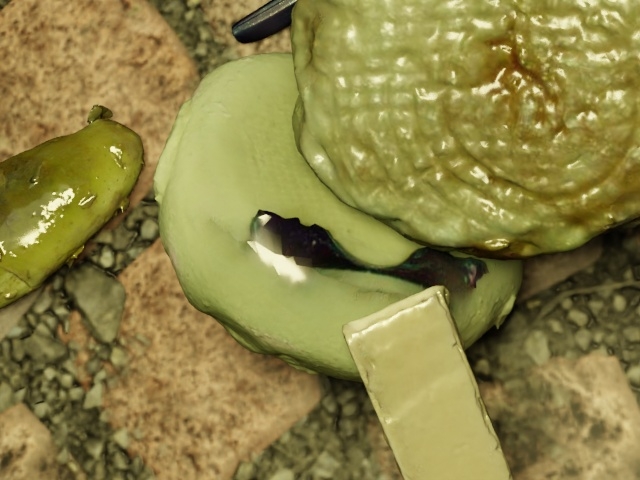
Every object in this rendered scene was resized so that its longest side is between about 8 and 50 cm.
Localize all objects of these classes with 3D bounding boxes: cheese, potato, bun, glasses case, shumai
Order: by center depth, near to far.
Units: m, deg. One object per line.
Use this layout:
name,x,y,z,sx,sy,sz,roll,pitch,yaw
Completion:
shumai,0.155,-0.155,1.409,0.309,0.263,0.304,21,114,10
cheese,0.119,0.223,1.411,0.085,0.034,0.400,-21,106,-4
bun,0.000,0.000,1.508,0.293,0.293,0.187,50,134,19
glasses case,-0.036,-0.188,1.640,0.083,0.033,0.023,-30,83,11
potato,-0.244,-0.022,1.649,0.225,0.090,0.117,-37,65,2
